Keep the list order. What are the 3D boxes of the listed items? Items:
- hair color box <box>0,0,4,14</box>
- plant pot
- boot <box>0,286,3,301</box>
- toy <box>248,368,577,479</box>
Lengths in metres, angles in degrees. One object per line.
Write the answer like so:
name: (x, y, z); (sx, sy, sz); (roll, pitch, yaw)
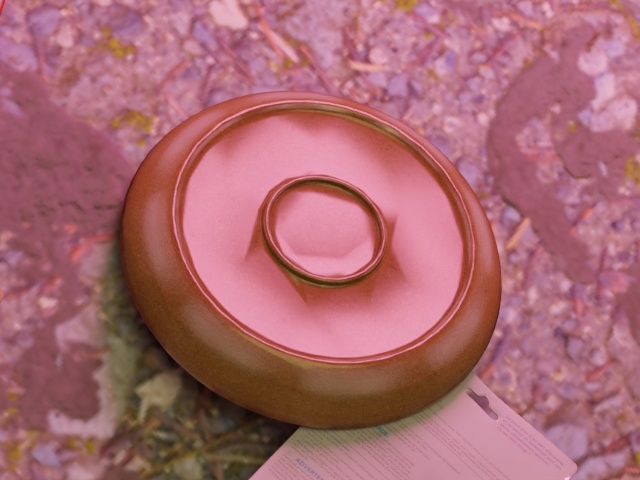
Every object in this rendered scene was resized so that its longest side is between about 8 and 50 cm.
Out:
hair color box: (-0.227, -0.135, 1.160); (0.072, 0.043, 0.141); (16, 65, -11)
plant pot: (0.000, 0.000, 1.163); (0.236, 0.032, 0.236); (8, 56, -12)
boot: (-0.257, -0.020, 1.054); (0.198, 0.137, 0.077); (29, 64, -6)
toy: (0.024, 0.168, 1.117); (0.137, 0.056, 0.237); (43, 55, 6)
